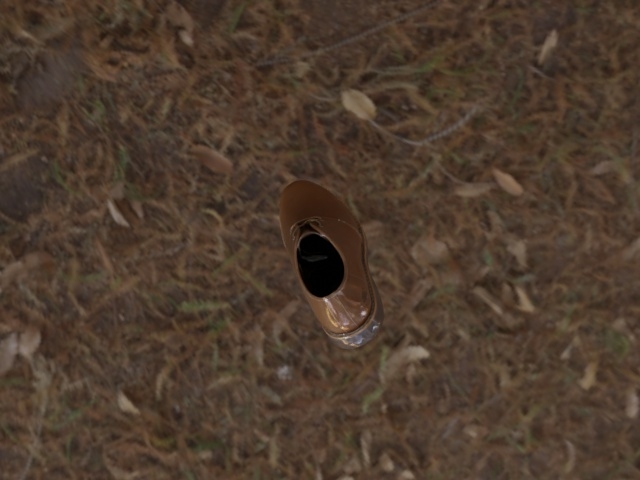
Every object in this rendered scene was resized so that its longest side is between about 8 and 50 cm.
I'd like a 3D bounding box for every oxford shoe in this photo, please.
[{"bbox_3d":[0.000,0.000,0.954,0.076,0.212,0.076,-32,130,5],"label":"oxford shoe"}]
